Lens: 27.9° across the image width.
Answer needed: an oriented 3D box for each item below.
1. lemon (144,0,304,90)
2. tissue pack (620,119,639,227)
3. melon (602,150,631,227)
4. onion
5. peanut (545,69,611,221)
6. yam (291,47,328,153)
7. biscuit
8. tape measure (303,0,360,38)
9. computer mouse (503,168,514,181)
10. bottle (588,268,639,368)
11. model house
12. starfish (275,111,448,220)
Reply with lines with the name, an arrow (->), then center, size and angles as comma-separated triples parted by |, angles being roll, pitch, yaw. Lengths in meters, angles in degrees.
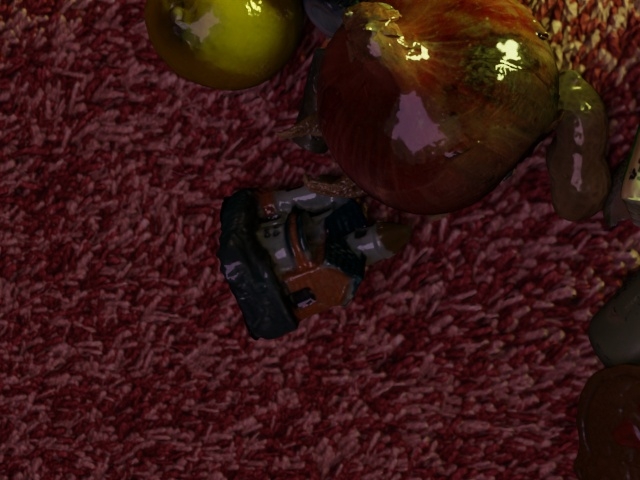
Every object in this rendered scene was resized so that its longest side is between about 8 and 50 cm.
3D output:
lemon -> -0.157, -0.347, 1.989 | 0.240, 0.219, 0.241 | 9, 109, 26
tissue pack -> 0.522, -0.194, 1.591 | 0.205, 0.332, 0.405 | 20, 90, 19
melon -> 0.478, -0.091, 1.892 | 0.182, 0.054, 0.098 | -30, 109, 30
onion -> 0.165, -0.213, 1.820 | 0.353, 0.353, 0.354 | 8, 111, 22
peanut -> 0.375, -0.137, 1.890 | 0.104, 0.085, 0.228 | 21, 120, 54
yam -> 0.003, -0.225, 2.045 | 0.068, 0.068, 0.169 | 25, 118, 15
biscuit -> 0.474, 0.303, 1.795 | 0.273, 0.049, 0.257 | 26, 118, 36
tape measure -> 0.056, -0.397, 1.978 | 0.107, 0.104, 0.180 | 32, 86, 34
computer mouse -> 0.263, -0.156, 1.955 | 0.079, 0.047, 0.135 | -6, 92, 28
bottle -> 0.547, 0.065, 1.838 | 0.168, 0.168, 0.347 | 41, 118, 7
model house -> 0.000, 0.000, 2.045 | 0.291, 0.253, 0.184 | -16, 114, 12
starfish -> 0.107, -0.179, 2.003 | 0.299, 0.060, 0.302 | 30, 104, 2
